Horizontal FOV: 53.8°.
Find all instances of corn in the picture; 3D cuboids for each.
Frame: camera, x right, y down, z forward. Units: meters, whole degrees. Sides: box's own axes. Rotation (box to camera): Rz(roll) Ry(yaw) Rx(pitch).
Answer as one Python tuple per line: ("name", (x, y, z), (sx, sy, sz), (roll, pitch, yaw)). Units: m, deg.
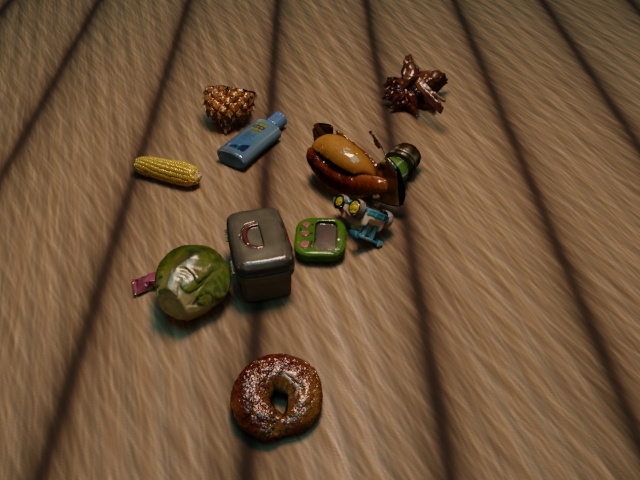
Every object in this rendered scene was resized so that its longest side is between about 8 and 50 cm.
("corn", (-0.426, -0.195, 1.767), (0.206, 0.067, 0.067), (12, 45, 16))

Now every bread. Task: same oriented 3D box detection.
("bread", (-0.087, 0.305, 1.251), (0.193, 0.064, 0.193), (1, 47, -2))

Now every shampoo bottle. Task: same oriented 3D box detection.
("shampoo bottle", (-0.192, -0.307, 1.890), (0.104, 0.061, 0.258), (24, 48, 21))

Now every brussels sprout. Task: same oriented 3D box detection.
("brussels sprout", (-0.294, 0.090, 1.422), (0.161, 0.144, 0.181), (53, 44, 1))

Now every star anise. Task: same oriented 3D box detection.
("star anise", (0.320, -0.484, 2.020), (0.237, 0.148, 0.346), (-8, 35, -5))

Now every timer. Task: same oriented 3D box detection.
("timer", (0.000, 0.000, 1.581), (0.128, 0.047, 0.140), (1, 44, 3))

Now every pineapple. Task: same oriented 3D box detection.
("pineapple", (-0.284, -0.395, 1.943), (0.161, 0.137, 0.176), (5, 3, 20))

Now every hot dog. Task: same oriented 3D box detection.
("hot dog", (0.067, -0.196, 1.682), (0.107, 0.194, 0.326), (-30, 38, -35))

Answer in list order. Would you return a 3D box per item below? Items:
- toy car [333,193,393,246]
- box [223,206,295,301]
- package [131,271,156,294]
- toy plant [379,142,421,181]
("toy car", (0.091, -0.054, 1.610), (0.126, 0.098, 0.161), (21, -1, -41))
("box", (-0.143, 0.031, 1.487), (0.148, 0.129, 0.210), (-9, 45, -10))
("package", (-0.403, 0.098, 1.489), (0.083, 0.029, 0.059), (-17, 42, -6))
("toy plant", (0.213, -0.204, 1.764), (0.093, 0.093, 0.162), (24, 49, 23))
